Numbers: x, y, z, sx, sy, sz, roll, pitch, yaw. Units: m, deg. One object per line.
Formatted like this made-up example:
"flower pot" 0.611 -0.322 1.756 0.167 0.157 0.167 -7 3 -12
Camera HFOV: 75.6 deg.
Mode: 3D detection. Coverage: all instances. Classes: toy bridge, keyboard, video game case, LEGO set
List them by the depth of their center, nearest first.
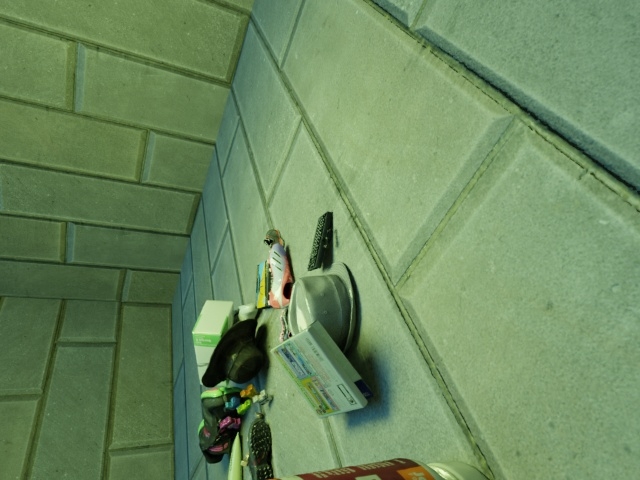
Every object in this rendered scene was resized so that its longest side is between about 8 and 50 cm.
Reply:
"video game case" -0.011 0.319 0.981 0.212 0.023 0.193 53 137 3
"keyboard" 0.000 0.000 1.234 0.108 0.023 0.180 -23 51 60
"toy bridge" -0.251 0.739 1.533 0.063 0.026 0.188 59 -136 -68
"LEGO set" -0.265 0.610 1.539 0.227 0.093 0.087 -39 41 14

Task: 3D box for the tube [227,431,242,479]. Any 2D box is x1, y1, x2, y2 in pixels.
"tube" -0.349 0.923 1.691 0.070 0.062 0.240 -21 55 27

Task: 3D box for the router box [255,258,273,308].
"router box" -0.212 0.174 1.620 0.133 0.046 0.179 -27 60 58

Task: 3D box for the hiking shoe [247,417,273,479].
"hiking shoe" -0.229 0.754 1.461 0.114 0.086 0.227 -40 50 49

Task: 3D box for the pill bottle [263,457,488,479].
"pill bottle" 0.076 0.448 0.596 0.224 0.392 0.224 -23 63 59

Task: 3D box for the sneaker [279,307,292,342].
"sneaker" -0.105 0.289 1.396 0.057 0.047 0.120 -11 73 39

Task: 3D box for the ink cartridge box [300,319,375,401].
"ink cartridge box" -0.001 0.335 1.033 0.224 0.045 0.223 50 138 9

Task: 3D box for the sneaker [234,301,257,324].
"sneaker" -0.309 0.324 1.749 0.235 0.090 0.095 133 128 -59

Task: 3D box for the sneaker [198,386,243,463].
"sneaker" -0.417 0.782 1.745 0.202 0.185 0.483 -115 30 -44

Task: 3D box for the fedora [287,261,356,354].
"fedora" -0.011 0.191 1.133 0.243 0.124 0.276 -42 47 52

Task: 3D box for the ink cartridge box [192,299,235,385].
"ink cartridge box" -0.433 0.429 1.721 0.211 0.121 0.289 -86 -1 -61

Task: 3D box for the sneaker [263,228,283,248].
"sneaker" -0.194 -0.008 1.610 0.158 0.064 0.061 40 119 59

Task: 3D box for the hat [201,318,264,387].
"hat" -0.292 0.453 1.568 0.133 0.331 0.332 27 113 18

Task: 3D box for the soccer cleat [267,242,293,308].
"soccer cleat" -0.133 0.122 1.465 0.095 0.083 0.248 -16 60 30
